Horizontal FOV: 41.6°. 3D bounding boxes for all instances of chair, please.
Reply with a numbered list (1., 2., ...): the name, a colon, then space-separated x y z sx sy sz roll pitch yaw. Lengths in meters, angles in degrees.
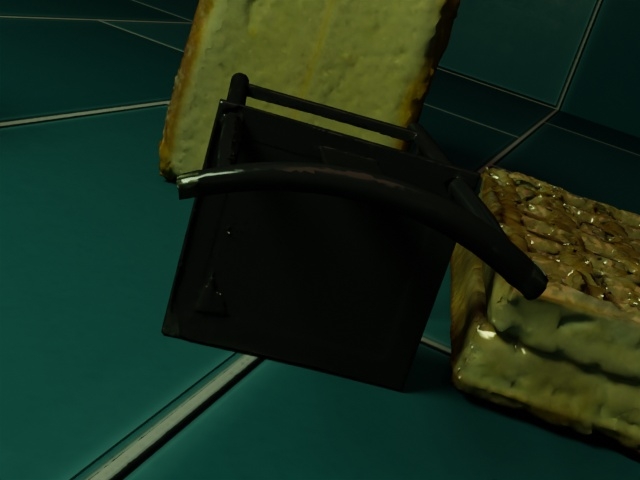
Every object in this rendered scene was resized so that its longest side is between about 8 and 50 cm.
1. chair: 0.000 0.000 0.462 0.155 0.141 0.260 14 18 -8

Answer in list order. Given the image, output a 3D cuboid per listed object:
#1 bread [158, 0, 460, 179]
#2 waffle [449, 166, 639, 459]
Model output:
1. bread: 0.002 -0.182 0.776 0.207 0.279 0.279 20 17 0
2. waffle: 0.203 0.042 0.599 0.213 0.091 0.308 19 19 4
